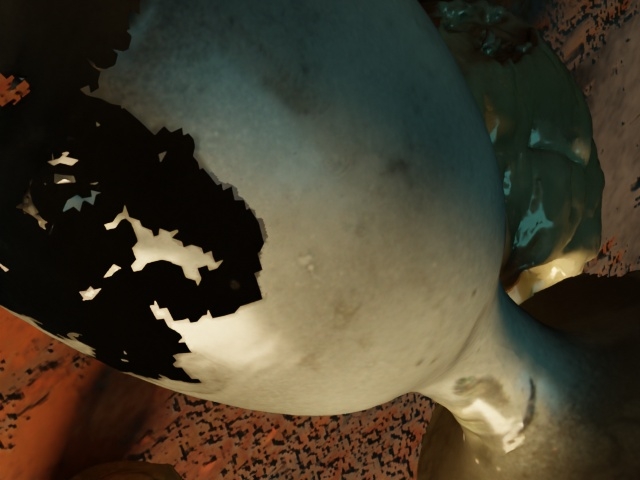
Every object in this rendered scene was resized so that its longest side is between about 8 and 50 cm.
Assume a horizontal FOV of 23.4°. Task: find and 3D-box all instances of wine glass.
[{"bbox_3d":[0.002,-0.003,0.597,0.357,0.190,0.190,38,82,-34],"label":"wine glass"}]

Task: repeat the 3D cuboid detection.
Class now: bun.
[{"bbox_3d":[0.065,-0.011,0.802,0.220,0.134,0.220,-32,139,-32],"label":"bun"}]

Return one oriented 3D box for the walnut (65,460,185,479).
[{"bbox_3d":[-0.099,0.149,0.754,0.096,0.082,0.079,-56,178,1],"label":"walnut"}]
